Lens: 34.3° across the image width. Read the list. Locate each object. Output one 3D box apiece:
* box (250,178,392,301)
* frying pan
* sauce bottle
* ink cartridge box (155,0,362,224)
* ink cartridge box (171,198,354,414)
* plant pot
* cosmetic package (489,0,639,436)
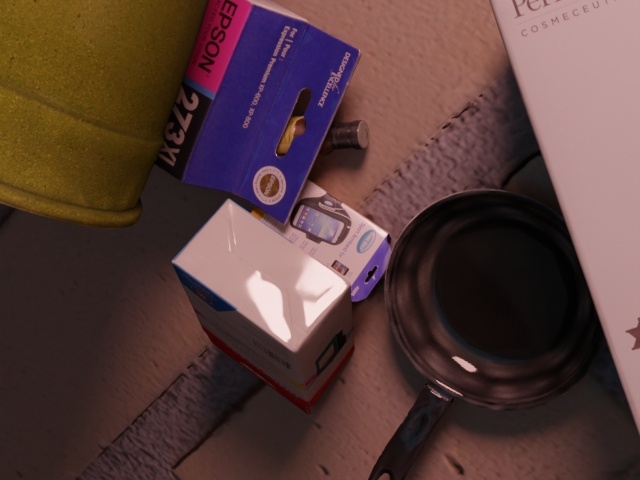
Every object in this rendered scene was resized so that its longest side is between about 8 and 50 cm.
[{"bbox_3d":[0.000,0.000,0.956,0.136,0.028,0.081,35,86,14],"label":"box"},{"bbox_3d":[0.147,0.112,0.913,0.197,0.053,0.326,12,109,23],"label":"frying pan"},{"bbox_3d":[-0.017,-0.094,0.953,0.128,0.042,0.042,1,103,25],"label":"sauce bottle"},{"bbox_3d":[-0.152,-0.177,0.961,0.371,0.069,0.175,32,109,21],"label":"ink cartridge box"},{"bbox_3d":[-0.044,0.070,0.944,0.134,0.231,0.078,35,73,15],"label":"ink cartridge box"},{"bbox_3d":[-0.223,-0.252,0.783,0.366,0.366,0.353,32,99,17],"label":"plant pot"},{"bbox_3d":[0.282,-0.037,0.733,0.217,0.156,0.385,-21,94,18],"label":"cosmetic package"}]
